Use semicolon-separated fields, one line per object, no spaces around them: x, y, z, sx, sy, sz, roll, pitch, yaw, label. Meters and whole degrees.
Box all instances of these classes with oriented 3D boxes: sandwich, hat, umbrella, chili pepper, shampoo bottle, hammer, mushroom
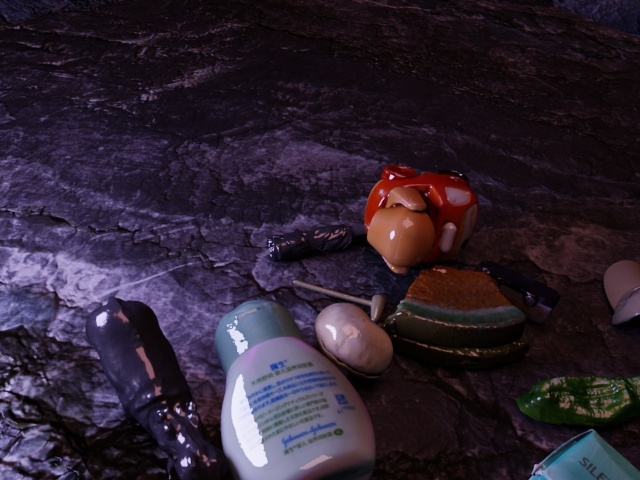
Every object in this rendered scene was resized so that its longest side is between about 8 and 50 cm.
0.258;0.139;1.086;0.292;0.109;0.212;17;43;13;sandwich
0.681;0.098;1.179;0.166;0.144;0.173;4;64;-5;hat
0.000;0.000;1.257;0.235;0.059;0.066;-9;64;-19;umbrella
0.473;0.272;0.987;0.257;0.074;0.100;-1;42;-6;chili pepper
-0.064;0.241;0.904;0.221;0.151;0.349;-17;47;-17;shampoo bottle
0.031;0.118;1.154;0.195;0.028;0.060;14;48;14;hammer
0.052;0.183;1.008;0.154;0.122;0.154;32;9;-6;mushroom

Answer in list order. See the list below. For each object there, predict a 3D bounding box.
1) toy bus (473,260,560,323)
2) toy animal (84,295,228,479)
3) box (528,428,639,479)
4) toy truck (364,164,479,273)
0.394;0.104;1.170;0.172;0.072;0.057;28;45;26;toy bus
-0.251;0.239;0.881;0.106;0.168;0.343;-24;63;-32;toy animal
0.394;0.421;0.712;0.118;0.205;0.311;-22;48;-30;box
0.213;-0.031;1.171;0.264;0.189;0.239;4;27;-12;toy truck
